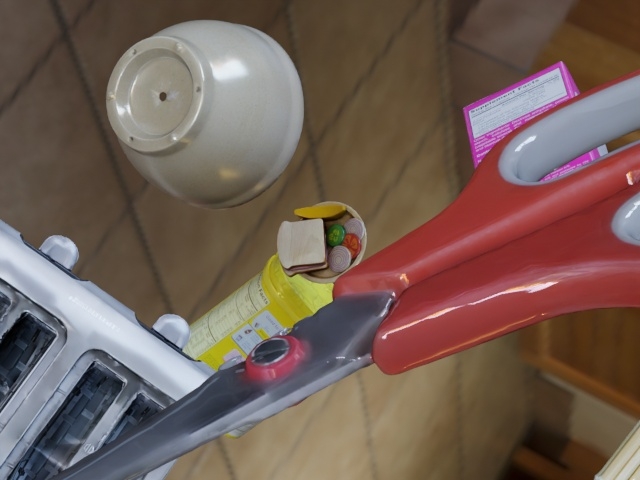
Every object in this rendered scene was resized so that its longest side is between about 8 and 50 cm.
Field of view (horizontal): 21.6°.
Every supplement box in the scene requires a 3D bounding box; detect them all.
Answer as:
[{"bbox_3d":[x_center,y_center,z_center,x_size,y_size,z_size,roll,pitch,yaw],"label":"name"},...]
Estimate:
[{"bbox_3d":[0.212,-0.054,1.541,0.111,0.114,0.220,58,17,-28],"label":"supplement box"}]

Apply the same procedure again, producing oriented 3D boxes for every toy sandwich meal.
[{"bbox_3d":[0.000,0.000,1.517,0.085,0.085,0.029,-62,154,-2],"label":"toy sandwich meal"}]

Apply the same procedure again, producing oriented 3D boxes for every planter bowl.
[{"bbox_3d":[-0.110,-0.113,1.393,0.109,0.162,0.162,15,102,-61],"label":"planter bowl"}]

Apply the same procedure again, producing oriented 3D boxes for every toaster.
[{"bbox_3d":[-0.165,0.098,0.918,0.185,0.168,0.110,-55,-178,-15],"label":"toaster"}]

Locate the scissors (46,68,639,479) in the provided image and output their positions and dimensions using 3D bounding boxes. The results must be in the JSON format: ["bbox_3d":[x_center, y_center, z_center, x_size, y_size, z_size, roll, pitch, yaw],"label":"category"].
[{"bbox_3d":[0.004,0.022,0.426,0.297,0.109,0.021,-22,122,3],"label":"scissors"}]

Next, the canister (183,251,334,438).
[{"bbox_3d":[-0.056,0.102,1.618,0.170,0.126,0.073,-37,-167,24],"label":"canister"}]

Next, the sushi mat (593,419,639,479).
[{"bbox_3d":[0.198,0.161,0.844,0.316,0.151,0.019,-56,-169,14],"label":"sushi mat"}]
